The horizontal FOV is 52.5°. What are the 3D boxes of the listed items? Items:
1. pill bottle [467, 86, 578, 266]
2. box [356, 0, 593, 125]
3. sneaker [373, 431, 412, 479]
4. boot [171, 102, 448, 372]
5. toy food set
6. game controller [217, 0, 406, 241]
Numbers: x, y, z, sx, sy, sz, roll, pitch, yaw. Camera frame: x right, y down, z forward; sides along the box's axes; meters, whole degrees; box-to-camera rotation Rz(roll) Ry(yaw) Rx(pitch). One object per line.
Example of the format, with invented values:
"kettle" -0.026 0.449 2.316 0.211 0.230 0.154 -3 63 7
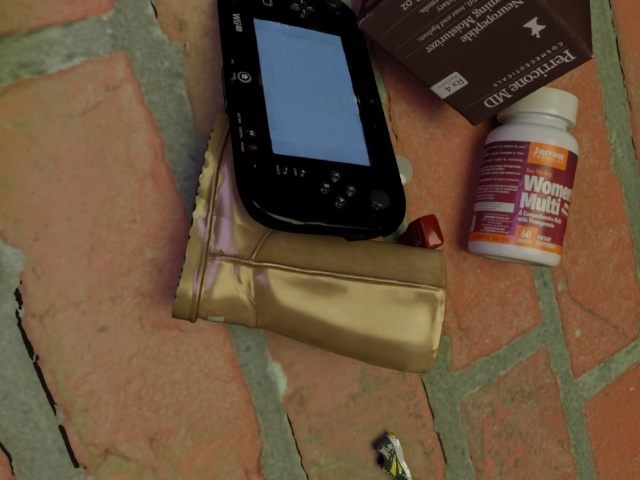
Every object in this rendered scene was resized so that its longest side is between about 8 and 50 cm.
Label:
"pill bottle" 0.272 -0.082 0.860 0.121 0.121 0.221 11 88 -30
"box" 0.178 -0.279 0.739 0.203 0.168 0.167 32 52 -26
"sneaker" 0.091 0.289 0.836 0.035 0.031 0.083 -21 99 -13
"boot" 0.000 0.000 0.677 0.269 0.089 0.236 11 85 -10
"toy food set" 0.073 -0.003 0.786 0.111 0.104 0.233 -17 84 -14
"game controller" -0.015 -0.142 0.647 0.166 0.067 0.319 10 55 -31
